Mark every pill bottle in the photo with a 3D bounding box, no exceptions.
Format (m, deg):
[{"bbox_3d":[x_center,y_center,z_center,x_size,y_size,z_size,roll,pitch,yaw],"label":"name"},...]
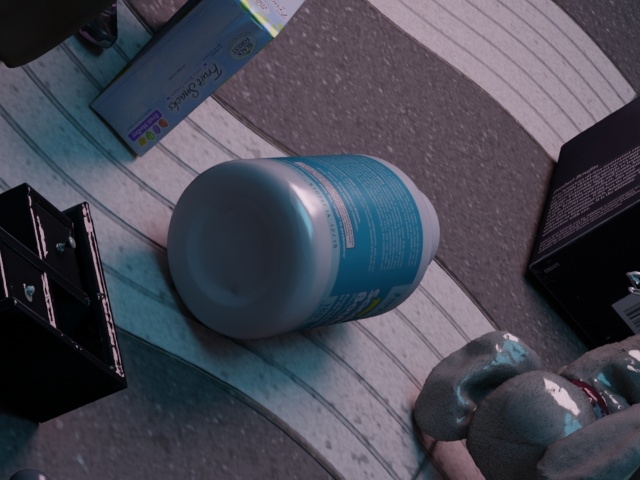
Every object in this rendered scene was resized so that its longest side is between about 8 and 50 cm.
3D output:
[{"bbox_3d":[0.000,0.000,1.560,0.264,0.146,0.146,-7,66,-57],"label":"pill bottle"}]

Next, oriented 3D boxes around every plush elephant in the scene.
[{"bbox_3d":[0.243,0.193,1.651,0.272,0.255,0.330,31,-45,59],"label":"plush elephant"}]

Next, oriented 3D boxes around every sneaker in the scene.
[{"bbox_3d":[-0.192,-0.223,1.598,0.047,0.057,0.119,20,46,-49],"label":"sneaker"}]

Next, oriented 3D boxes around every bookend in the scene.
[{"bbox_3d":[-0.211,0.021,1.255,0.156,0.072,0.157,48,22,-56],"label":"bookend"}]

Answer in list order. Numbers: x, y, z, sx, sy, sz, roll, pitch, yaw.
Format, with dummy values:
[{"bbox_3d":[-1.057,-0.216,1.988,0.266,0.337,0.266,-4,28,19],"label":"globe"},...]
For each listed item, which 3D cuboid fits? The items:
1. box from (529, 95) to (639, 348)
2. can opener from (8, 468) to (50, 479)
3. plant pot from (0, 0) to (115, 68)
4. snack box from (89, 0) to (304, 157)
[{"bbox_3d":[0.409,0.023,2.105,0.296,0.183,0.294,49,31,-15],"label":"box"},{"bbox_3d":[-0.201,0.241,1.070,0.280,0.074,0.093,-88,172,-51],"label":"can opener"},{"bbox_3d":[-0.215,-0.338,1.399,0.280,0.323,0.323,47,30,-18],"label":"plant pot"},{"bbox_3d":[-0.089,-0.182,1.587,0.070,0.174,0.207,47,31,-9],"label":"snack box"}]
